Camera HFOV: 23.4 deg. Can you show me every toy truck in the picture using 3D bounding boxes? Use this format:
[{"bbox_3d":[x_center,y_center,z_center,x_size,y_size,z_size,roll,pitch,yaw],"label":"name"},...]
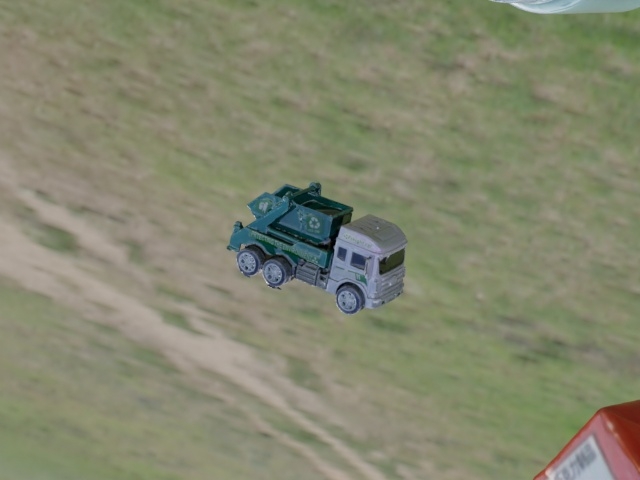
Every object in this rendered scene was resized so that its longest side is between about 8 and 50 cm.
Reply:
[{"bbox_3d":[0.000,0.000,1.873,0.216,0.116,0.110,21,-154,27],"label":"toy truck"}]

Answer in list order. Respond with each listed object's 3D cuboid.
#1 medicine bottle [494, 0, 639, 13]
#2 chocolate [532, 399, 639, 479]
[{"bbox_3d":[0.209,-0.260,1.299,0.139,0.139,0.225,8,-168,33],"label":"medicine bottle"},{"bbox_3d":[0.369,0.311,1.729,0.341,0.161,0.360,-5,142,-39],"label":"chocolate"}]
